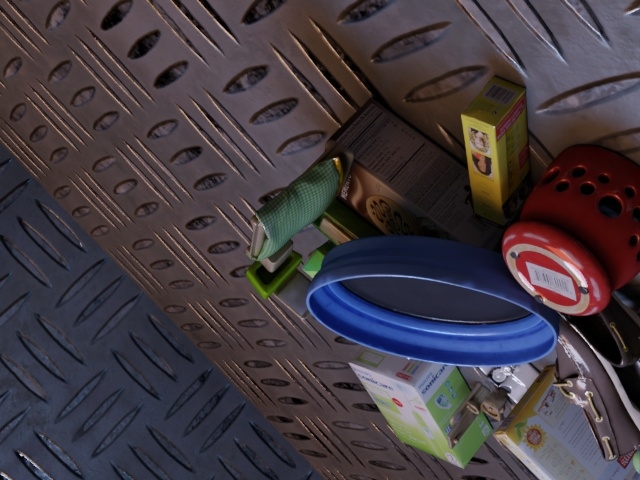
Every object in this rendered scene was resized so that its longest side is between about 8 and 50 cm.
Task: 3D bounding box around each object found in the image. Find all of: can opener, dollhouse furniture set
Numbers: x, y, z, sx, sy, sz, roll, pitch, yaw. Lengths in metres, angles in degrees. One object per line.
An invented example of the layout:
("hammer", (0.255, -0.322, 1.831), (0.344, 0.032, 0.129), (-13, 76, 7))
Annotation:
("can opener", (0.419, 0.298, 2.158), (0.280, 0.074, 0.093), (43, -168, 4))
("dollhouse furniture set", (0.354, 0.388, 2.332), (0.151, 0.123, 0.144), (29, 154, 30))
("dollhouse furniture set", (0.000, 0.000, 1.798), (0.151, 0.197, 0.301), (41, 161, 9))

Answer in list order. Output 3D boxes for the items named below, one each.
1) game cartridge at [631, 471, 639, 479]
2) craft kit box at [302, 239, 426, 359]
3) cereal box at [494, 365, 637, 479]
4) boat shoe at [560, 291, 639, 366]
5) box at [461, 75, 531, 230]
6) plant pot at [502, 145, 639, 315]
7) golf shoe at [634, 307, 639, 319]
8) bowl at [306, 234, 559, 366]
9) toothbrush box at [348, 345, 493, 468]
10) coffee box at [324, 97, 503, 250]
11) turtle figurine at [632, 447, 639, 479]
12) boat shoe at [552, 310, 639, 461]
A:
("game cartridge", (0.709, 0.542, 2.119), (0.196, 0.060, 0.294), (2, 135, 53))
("craft kit box", (0.113, 0.080, 2.060), (0.250, 0.061, 0.247), (41, -159, 6))
("cereal box", (0.457, 0.372, 2.070), (0.240, 0.173, 0.047), (46, 158, -6))
("boat shoe", (0.407, 0.099, 1.726), (0.227, 0.069, 0.081), (47, 140, 28))
("box", (0.256, -0.121, 1.623), (0.058, 0.087, 0.232), (26, 152, 30))
("plant pot", (0.357, -0.008, 1.548), (0.191, 0.174, 0.191), (35, 155, 20))
("golf shoe", (0.493, 0.132, 1.743), (0.176, 0.069, 0.086), (12, 121, 49))
("bowl", (0.175, 0.097, 1.752), (0.391, 0.077, 0.391), (10, 158, 4))
("toothbrush box", (0.222, 0.343, 2.477), (0.206, 0.122, 0.283), (15, 144, 48))
("coffee box", (0.151, -0.073, 1.838), (0.297, 0.119, 0.168), (37, 159, 13))
("turtle figurine", (0.633, 0.302, 1.745), (0.266, 0.274, 0.197), (12, 125, 17))
("boat shoe", (0.454, 0.247, 1.910), (0.324, 0.097, 0.116), (53, -176, -26))
